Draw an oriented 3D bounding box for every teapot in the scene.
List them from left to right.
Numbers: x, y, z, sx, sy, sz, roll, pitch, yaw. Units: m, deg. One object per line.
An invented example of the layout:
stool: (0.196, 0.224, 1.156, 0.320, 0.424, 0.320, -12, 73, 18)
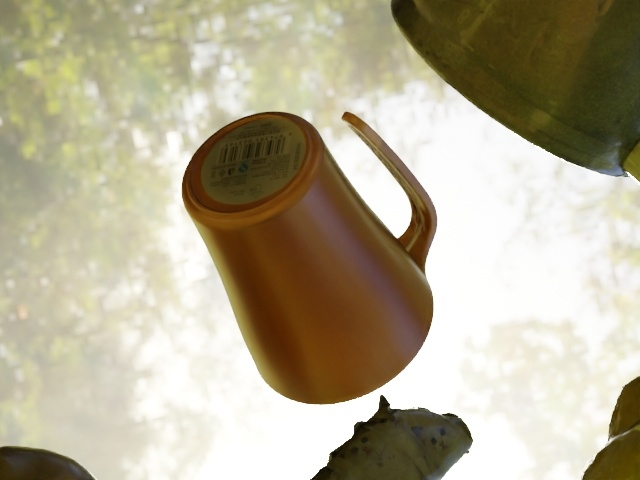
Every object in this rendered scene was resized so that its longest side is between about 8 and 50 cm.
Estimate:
teapot: (0.099, -0.080, 0.594, 0.108, 0.111, 0.149, -58, -149, 23)

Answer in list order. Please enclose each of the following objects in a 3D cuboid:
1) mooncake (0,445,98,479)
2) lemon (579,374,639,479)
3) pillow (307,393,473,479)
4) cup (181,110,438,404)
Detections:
mooncake: (-0.319, 0.403, 1.664, 0.467, 0.467, 0.262, -116, -149, -45)
lemon: (0.238, 0.183, 0.974, 0.248, 0.184, 0.184, 51, -21, 16)
pillow: (0.036, 0.198, 1.442, 0.093, 0.241, 0.051, 53, -37, -6)
cup: (0.000, 0.000, 1.604, 0.182, 0.226, 0.264, 31, -21, 41)
